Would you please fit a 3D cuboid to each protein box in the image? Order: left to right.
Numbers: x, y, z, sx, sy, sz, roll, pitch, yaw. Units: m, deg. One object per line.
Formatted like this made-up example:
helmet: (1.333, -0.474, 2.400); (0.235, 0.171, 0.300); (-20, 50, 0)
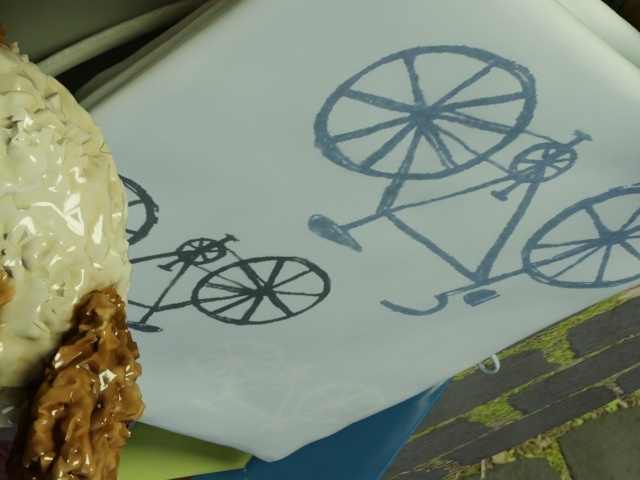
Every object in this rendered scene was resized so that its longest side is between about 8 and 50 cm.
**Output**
protein box: (-0.028, 0.125, 0.979); (0.200, 0.136, 0.201); (-53, 175, -10)

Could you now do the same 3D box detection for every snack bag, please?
snack bag: (0.000, 0.000, 0.678); (0.343, 0.037, 0.323); (-31, 145, 29)

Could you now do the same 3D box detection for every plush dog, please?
plush dog: (-0.166, 0.026, 0.523); (0.225, 0.262, 0.210); (-30, 171, 11)

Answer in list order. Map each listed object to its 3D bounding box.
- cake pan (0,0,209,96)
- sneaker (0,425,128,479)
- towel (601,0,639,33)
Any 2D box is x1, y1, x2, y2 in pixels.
cake pan: (-0.068, -0.057, 0.702); (0.293, 0.054, 0.293); (-21, 163, -7)
sneaker: (-0.227, 0.110, 0.918); (0.163, 0.106, 0.281); (-7, 158, -34)
towel: (0.203, -0.145, 0.696); (0.370, 0.040, 0.271); (-19, 152, -26)
